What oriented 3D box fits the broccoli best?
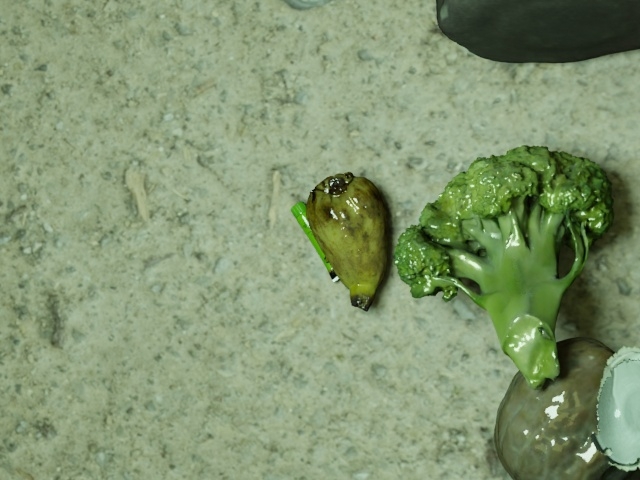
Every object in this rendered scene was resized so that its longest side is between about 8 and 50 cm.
[{"bbox_3d":[0.216,-0.001,1.748,0.254,0.302,0.186,10,132,25],"label":"broccoli"}]

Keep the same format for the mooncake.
[{"bbox_3d":[0.294,-0.333,1.741,0.306,0.306,0.154,-7,75,19],"label":"mooncake"}]

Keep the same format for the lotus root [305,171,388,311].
[{"bbox_3d":[0.044,0.002,1.913,0.108,0.094,0.191,-14,93,22],"label":"lotus root"}]

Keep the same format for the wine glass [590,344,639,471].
[{"bbox_3d":[0.474,0.208,1.638,0.143,0.321,0.143,-28,57,55],"label":"wine glass"}]

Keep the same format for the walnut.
[{"bbox_3d":[0.324,0.230,1.747,0.224,0.224,0.224,-1,87,19],"label":"walnut"}]

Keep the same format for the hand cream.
[{"bbox_3d":[0.000,0.000,1.962,0.036,0.023,0.122,-35,80,3],"label":"hand cream"}]
